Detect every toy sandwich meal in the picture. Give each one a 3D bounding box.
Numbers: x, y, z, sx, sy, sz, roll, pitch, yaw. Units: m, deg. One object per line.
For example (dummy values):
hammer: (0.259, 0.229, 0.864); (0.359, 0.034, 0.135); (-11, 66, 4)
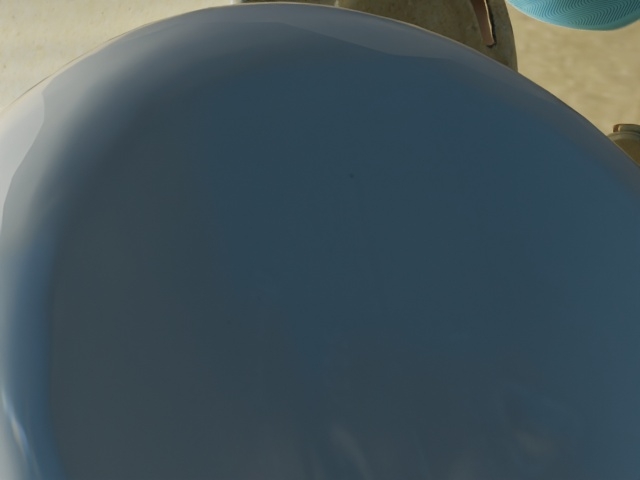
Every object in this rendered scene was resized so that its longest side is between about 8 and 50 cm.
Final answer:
toy sandwich meal: (0.285, -0.071, 1.875); (0.085, 0.029, 0.086); (1, 109, 2)

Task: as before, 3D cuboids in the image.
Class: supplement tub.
supplement tub: (-0.050, 0.110, 0.550); (0.235, 0.325, 0.235); (16, 56, -25)

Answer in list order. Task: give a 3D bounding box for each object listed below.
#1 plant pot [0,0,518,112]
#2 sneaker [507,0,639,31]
plant pot: (-0.056, -0.097, 1.275); (0.334, 0.305, 0.334); (3, 85, -40)
sneaker: (0.284, -0.274, 1.538); (0.208, 0.319, 0.127); (-48, 116, -35)
